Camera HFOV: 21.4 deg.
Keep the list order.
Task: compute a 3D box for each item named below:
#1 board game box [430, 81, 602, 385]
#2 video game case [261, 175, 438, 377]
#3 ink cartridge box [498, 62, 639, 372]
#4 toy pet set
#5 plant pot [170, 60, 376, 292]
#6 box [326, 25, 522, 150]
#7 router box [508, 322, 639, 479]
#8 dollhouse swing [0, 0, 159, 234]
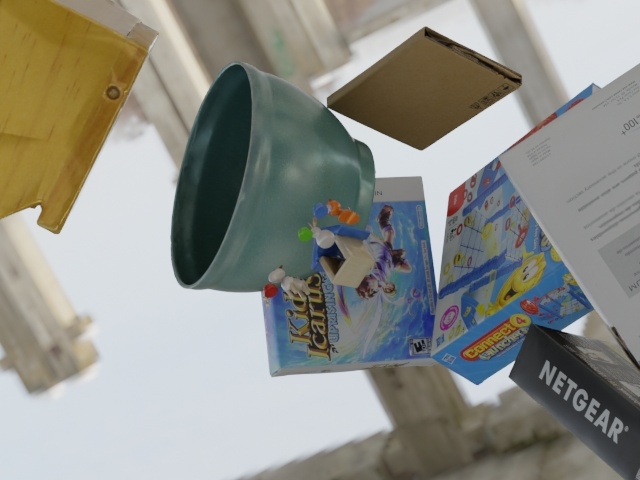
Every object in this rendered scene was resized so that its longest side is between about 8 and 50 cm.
[{"bbox_3d":[0.285,-0.008,2.243,0.302,0.086,0.308,-40,-151,40],"label":"board game box"},{"bbox_3d":[0.038,0.047,2.370,0.244,0.270,0.061,-3,166,-16],"label":"video game case"},{"bbox_3d":[0.360,-0.036,1.462,0.309,0.272,0.130,-33,148,8],"label":"ink cartridge box"},{"bbox_3d":[0.000,0.000,1.745,0.122,0.114,0.065,-56,-137,26],"label":"toy pet set"},{"bbox_3d":[-0.050,-0.063,2.146,0.196,0.293,0.293,12,180,-20],"label":"plant pot"},{"bbox_3d":[0.131,-0.191,2.171,0.201,0.164,0.021,-32,-135,45],"label":"box"},{"bbox_3d":[0.402,0.215,1.991,0.309,0.242,0.081,43,-66,58],"label":"router box"},{"bbox_3d":[-0.393,-0.202,1.926,0.315,0.346,0.305,-65,-172,-5],"label":"dollhouse swing"}]
